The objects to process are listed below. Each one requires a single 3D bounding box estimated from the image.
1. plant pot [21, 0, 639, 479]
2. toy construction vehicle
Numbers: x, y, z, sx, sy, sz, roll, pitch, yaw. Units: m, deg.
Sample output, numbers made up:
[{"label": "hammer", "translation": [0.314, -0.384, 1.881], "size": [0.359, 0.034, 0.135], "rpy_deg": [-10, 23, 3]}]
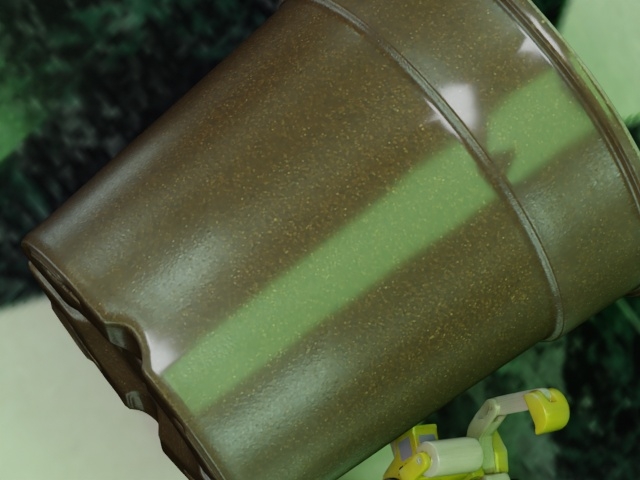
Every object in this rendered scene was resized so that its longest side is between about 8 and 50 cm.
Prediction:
[{"label": "plant pot", "translation": [0.000, 0.000, 0.671], "size": [0.165, 0.167, 0.167], "rpy_deg": [-38, 106, -12]}, {"label": "toy construction vehicle", "translation": [0.035, 0.086, 0.726], "size": [0.086, 0.098, 0.035], "rpy_deg": [-4, 61, -35]}]
